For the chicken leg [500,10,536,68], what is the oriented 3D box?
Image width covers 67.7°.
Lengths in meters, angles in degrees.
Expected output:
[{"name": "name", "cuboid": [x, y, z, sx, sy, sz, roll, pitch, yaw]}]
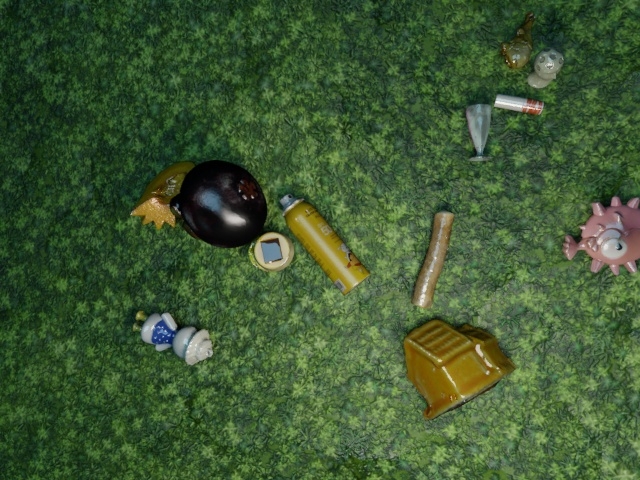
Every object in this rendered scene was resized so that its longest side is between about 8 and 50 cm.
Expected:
[{"name": "chicken leg", "cuboid": [0.567, -0.573, 1.358, 0.093, 0.070, 0.178, 24, 85, -6]}]

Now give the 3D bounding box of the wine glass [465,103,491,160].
[{"name": "wine glass", "cuboid": [0.454, -0.309, 1.369, 0.074, 0.073, 0.154, 0, 88, 11]}]

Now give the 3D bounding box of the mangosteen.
[{"name": "mangosteen", "cuboid": [-0.314, -0.094, 1.439, 0.302, 0.275, 0.274, -27, 83, 32]}]

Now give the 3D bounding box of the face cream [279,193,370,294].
[{"name": "face cream", "cuboid": [0.000, 0.000, 1.437, 0.105, 0.105, 0.348, -41, 81, 8]}]

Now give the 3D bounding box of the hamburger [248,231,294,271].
[{"name": "hamburger", "cuboid": [-0.153, 0.036, 1.479, 0.141, 0.081, 0.126, -29, 85, -3]}]

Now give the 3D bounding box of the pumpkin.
[{"name": "pumpkin", "cuboid": [-0.482, -0.147, 1.555, 0.254, 0.130, 0.149, -38, 37, -1]}]

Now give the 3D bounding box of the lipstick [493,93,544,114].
[{"name": "lipstick", "cuboid": [0.567, -0.390, 1.365, 0.131, 0.038, 0.038, 15, 91, 12]}]

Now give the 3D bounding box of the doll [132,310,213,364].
[{"name": "doll", "cuboid": [-0.468, 0.306, 1.524, 0.294, 0.119, 0.138, 18, 100, 17]}]

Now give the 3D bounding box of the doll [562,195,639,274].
[{"name": "doll", "cuboid": [0.788, -0.011, 1.282, 0.262, 0.093, 0.210, -12, 93, 8]}]

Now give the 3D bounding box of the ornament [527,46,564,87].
[{"name": "ornament", "cuboid": [0.615, -0.469, 1.298, 0.075, 0.156, 0.081, -26, 83, 11]}]

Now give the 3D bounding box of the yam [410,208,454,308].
[{"name": "yam", "cuboid": [0.330, 0.054, 1.391, 0.066, 0.066, 0.299, 16, 90, 11]}]

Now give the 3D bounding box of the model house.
[{"name": "model house", "cuboid": [0.368, 0.332, 1.342, 0.268, 0.173, 0.239, -24, 69, -21]}]
